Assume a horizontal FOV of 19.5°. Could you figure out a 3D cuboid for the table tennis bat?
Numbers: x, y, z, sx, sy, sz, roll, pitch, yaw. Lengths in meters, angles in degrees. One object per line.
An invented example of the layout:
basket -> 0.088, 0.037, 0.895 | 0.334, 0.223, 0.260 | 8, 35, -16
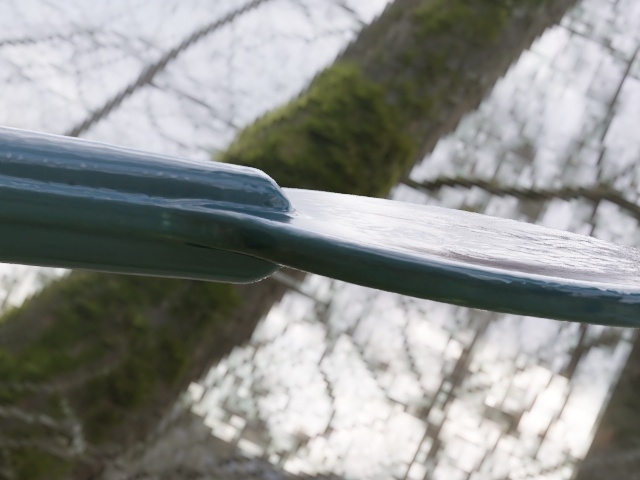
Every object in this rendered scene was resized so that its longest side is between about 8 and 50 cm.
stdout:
table tennis bat -> 0.000, 0.000, 0.556 | 0.244, 0.040, 0.153 | 8, 6, -15
